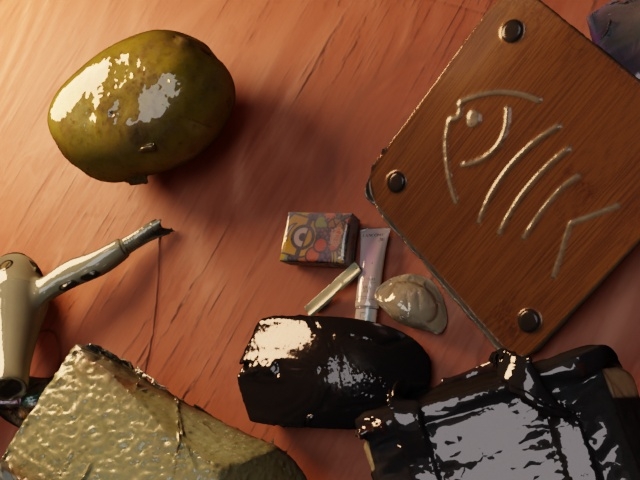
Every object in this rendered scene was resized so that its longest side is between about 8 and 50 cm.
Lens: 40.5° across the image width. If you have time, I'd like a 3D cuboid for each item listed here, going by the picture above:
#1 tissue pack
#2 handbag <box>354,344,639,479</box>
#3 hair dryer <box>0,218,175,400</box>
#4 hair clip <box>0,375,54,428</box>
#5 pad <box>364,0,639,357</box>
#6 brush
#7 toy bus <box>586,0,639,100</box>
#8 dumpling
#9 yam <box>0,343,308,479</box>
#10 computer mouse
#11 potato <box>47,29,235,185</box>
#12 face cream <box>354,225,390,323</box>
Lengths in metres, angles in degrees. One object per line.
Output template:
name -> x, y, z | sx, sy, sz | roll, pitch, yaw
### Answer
tissue pack -> 0.000, 0.000, 0.998 | 0.083, 0.035, 0.063 | 4, 74, 25
handbag -> 0.168, 0.194, 0.771 | 0.254, 0.181, 0.181 | -20, 72, 18
hair dryer -> -0.321, 0.085, 1.070 | 0.267, 0.092, 0.229 | -15, 44, 19
hair clip -> -0.464, 0.181, 1.119 | 0.359, 0.095, 0.110 | 16, 50, 22
pad -> 0.198, -0.069, 0.879 | 0.286, 0.018, 0.284 | -53, 57, 24
brush -> 0.015, 0.056, 0.977 | 0.083, 0.013, 0.016 | -44, 54, 18
toy bus -> 0.414, -0.235, 0.839 | 0.317, 0.112, 0.138 | -28, 59, 14
dumpling -> 0.100, 0.063, 0.926 | 0.077, 0.043, 0.059 | 20, 60, 33
yam -> -0.162, 0.255, 0.898 | 0.271, 0.201, 0.202 | 13, 59, 33
computer mouse -> 0.007, 0.141, 0.925 | 0.217, 0.073, 0.122 | -2, 73, 27
potato -> -0.222, -0.166, 1.096 | 0.228, 0.148, 0.197 | -41, 47, 7
face cream -> 0.056, 0.038, 0.967 | 0.038, 0.020, 0.115 | -3, 69, 29
